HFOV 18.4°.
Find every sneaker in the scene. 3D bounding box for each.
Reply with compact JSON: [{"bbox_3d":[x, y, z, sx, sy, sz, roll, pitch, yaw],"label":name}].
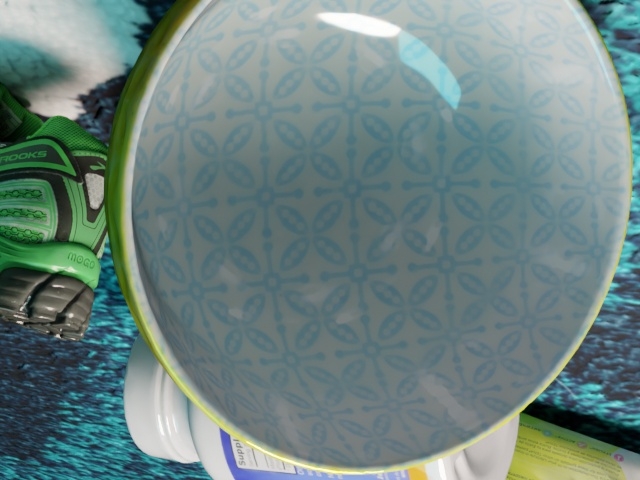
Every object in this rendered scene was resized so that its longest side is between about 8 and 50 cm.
[{"bbox_3d":[-0.252,-0.035,1.340,0.343,0.146,0.134,14,170,42],"label":"sneaker"}]

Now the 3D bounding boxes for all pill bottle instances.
[{"bbox_3d":[-0.003,0.118,1.461,0.272,0.152,0.152,2,151,27],"label":"pill bottle"}]

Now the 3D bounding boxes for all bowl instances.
[{"bbox_3d":[0.004,-0.034,1.054,0.289,0.289,0.156,29,177,-26],"label":"bowl"}]

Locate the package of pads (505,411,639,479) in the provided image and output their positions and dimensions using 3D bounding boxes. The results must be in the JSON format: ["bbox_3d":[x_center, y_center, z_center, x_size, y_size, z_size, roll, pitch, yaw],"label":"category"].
[{"bbox_3d":[0.139,0.215,1.619,0.296,0.101,0.229,19,156,8],"label":"package of pads"}]

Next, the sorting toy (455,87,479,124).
[{"bbox_3d":[0.047,-0.089,1.139,0.083,0.045,0.075,-17,129,29],"label":"sorting toy"}]
